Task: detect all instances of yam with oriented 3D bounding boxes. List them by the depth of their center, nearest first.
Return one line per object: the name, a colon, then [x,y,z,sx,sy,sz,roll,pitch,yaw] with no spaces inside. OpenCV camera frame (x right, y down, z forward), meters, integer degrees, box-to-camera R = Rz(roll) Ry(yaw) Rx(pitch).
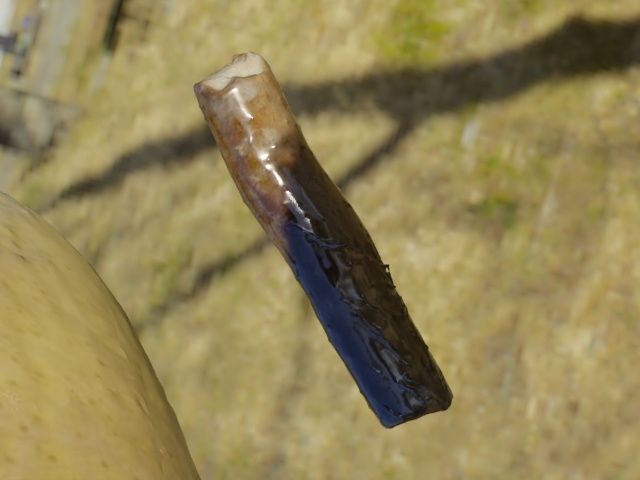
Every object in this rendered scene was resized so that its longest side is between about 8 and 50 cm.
yam: [0.000,0.000,1.134,0.241,0.057,0.057,61,154,3]

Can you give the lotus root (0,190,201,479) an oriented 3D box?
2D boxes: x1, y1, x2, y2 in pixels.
lotus root: [-0.102,0.103,0.415,0.182,0.183,0.310,-63,37,34]
